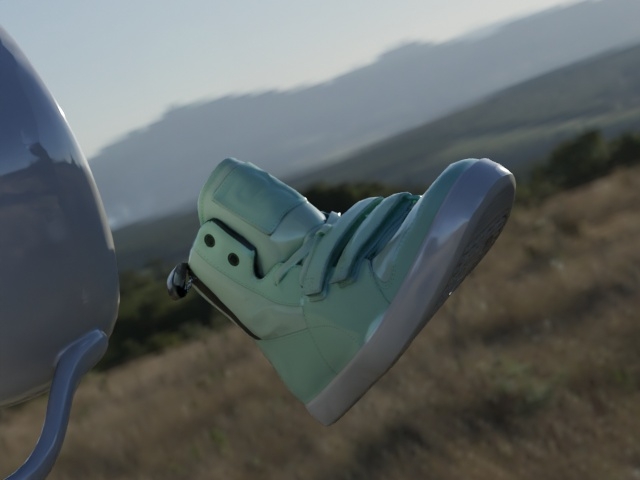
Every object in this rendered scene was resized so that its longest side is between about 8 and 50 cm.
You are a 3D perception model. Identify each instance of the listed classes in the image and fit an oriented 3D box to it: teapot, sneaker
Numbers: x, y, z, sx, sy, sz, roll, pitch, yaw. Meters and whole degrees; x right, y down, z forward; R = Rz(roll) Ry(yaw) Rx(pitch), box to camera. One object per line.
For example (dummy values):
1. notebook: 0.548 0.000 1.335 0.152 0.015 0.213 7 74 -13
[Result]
1. teapot: -0.238 0.001 0.946 0.187 0.252 0.256 -27 19 -26
2. sneaker: 0.000 0.001 0.965 0.094 0.151 0.256 -46 -4 -34
